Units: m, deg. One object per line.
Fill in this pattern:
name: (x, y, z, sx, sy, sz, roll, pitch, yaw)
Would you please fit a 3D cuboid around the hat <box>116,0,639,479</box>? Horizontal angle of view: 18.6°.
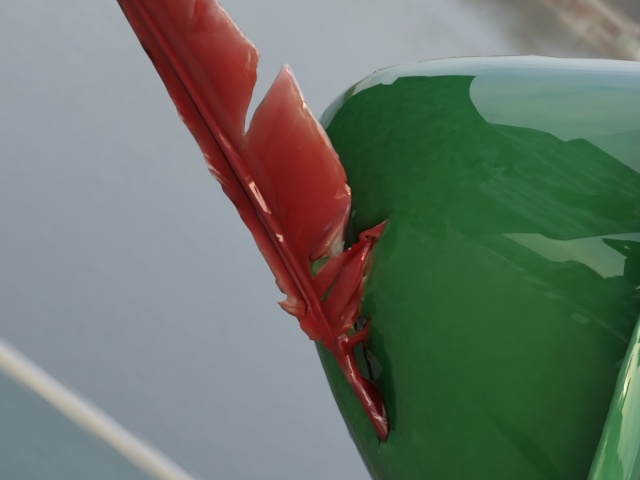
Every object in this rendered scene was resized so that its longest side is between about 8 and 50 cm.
hat: (0.000, 0.000, 0.428, 0.183, 0.208, 0.173, 16, 16, 18)
